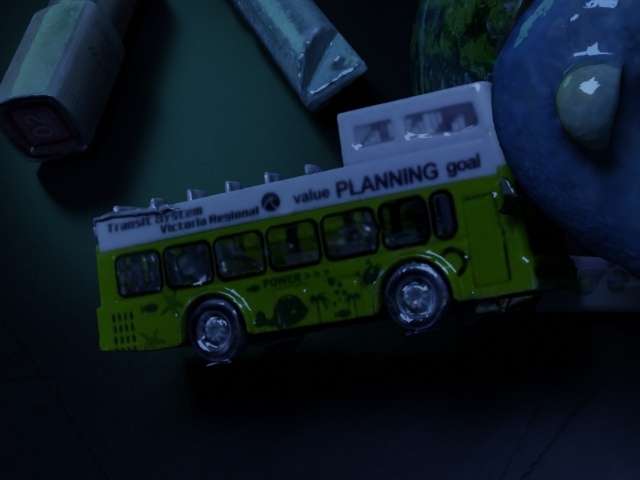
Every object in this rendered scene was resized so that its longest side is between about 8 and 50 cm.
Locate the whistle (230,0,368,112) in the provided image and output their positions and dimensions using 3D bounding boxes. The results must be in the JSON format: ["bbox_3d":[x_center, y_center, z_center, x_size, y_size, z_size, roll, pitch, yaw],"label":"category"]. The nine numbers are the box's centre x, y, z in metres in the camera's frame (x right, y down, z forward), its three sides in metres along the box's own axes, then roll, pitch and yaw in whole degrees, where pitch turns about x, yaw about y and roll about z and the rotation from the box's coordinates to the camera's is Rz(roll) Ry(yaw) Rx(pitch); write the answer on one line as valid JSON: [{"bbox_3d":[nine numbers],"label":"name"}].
[{"bbox_3d":[-0.042,-0.206,1.116,0.062,0.062,0.312,-31,42,-1],"label":"whistle"}]

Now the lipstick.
[{"bbox_3d":[-0.225,-0.189,1.187,0.077,0.079,0.252,-8,46,22],"label":"lipstick"}]

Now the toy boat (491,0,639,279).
[{"bbox_3d":[0.246,-0.058,0.631,0.330,0.215,0.123,15,15,14],"label":"toy boat"}]

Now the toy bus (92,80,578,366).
[{"bbox_3d":[0.000,0.000,0.809,0.302,0.113,0.139,-11,84,25],"label":"toy bus"}]

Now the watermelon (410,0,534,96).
[{"bbox_3d":[0.160,-0.156,0.905,0.305,0.180,0.224,-51,1,-17],"label":"watermelon"}]

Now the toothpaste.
[{"bbox_3d":[0.194,0.027,0.777,0.190,0.031,0.048,1,59,35],"label":"toothpaste"}]
